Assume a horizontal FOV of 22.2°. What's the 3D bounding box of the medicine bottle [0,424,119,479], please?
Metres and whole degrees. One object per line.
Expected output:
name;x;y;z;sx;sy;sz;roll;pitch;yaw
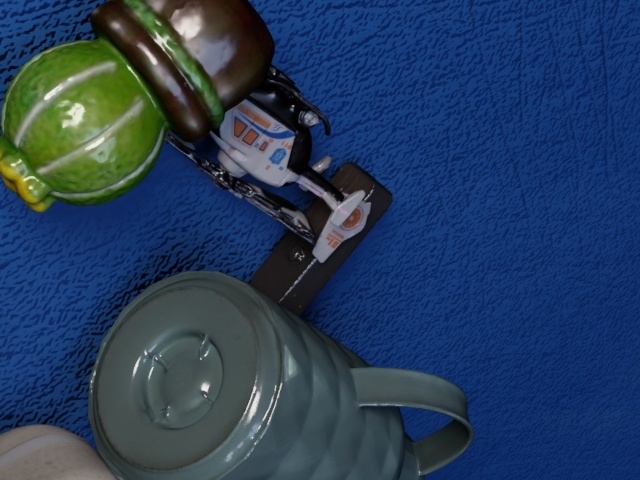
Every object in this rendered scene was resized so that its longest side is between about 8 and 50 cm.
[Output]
medicine bottle;-0.267;0.284;0.991;0.375;0.123;0.282;-26;128;-31

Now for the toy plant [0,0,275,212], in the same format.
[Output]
toy plant;-0.107;-0.080;0.893;0.162;0.093;0.093;-39;140;-10

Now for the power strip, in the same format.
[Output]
power strip;0.000;0.000;1.096;0.111;0.038;0.029;-51;139;3

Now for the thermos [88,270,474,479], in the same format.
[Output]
thermos;-0.008;0.123;1.094;0.182;0.145;0.286;-23;151;22

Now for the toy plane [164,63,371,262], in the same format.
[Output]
toy plane;-0.028;-0.056;1.008;0.078;0.053;0.197;-47;133;5
